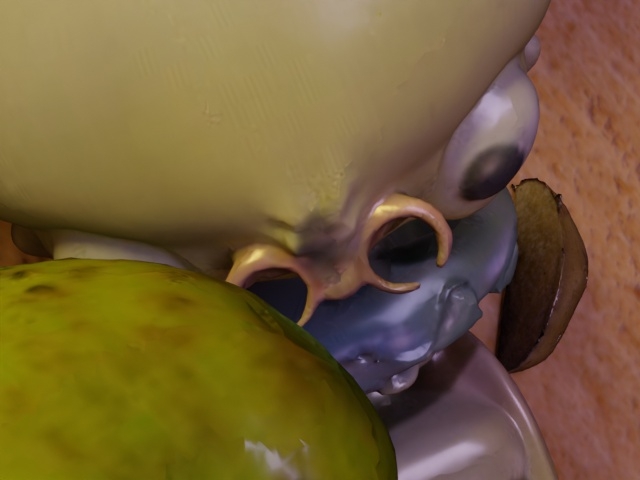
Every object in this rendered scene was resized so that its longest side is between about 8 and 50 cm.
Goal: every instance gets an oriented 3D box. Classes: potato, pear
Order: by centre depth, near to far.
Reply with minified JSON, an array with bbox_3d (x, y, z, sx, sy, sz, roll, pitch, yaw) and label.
[{"bbox_3d":[-0.100,0.125,0.382,0.282,0.286,0.176,-45,109,1],"label":"pear"},{"bbox_3d":[0.105,0.018,0.751,0.036,0.037,0.093,25,64,-35],"label":"potato"}]

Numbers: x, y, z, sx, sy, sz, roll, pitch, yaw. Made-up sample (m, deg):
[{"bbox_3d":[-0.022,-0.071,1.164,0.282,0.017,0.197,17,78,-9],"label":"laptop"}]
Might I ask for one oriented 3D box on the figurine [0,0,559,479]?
[{"bbox_3d":[0.000,0.000,0.588,0.227,0.274,0.394,-20,116,2],"label":"figurine"}]
